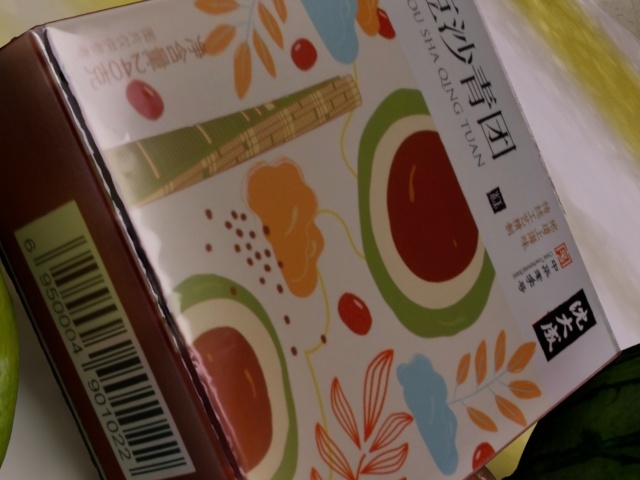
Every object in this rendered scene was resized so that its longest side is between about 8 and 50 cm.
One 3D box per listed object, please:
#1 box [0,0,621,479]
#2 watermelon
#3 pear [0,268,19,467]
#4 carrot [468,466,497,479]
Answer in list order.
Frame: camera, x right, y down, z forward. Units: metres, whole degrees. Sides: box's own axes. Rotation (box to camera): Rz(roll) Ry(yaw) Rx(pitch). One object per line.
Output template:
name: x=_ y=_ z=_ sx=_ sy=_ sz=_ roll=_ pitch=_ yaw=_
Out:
box: x=0.000 y=0.000 z=0.797 sx=0.385 sy=0.122 sz=0.344 roll=-26 pitch=94 yaw=-44
watermelon: x=0.228 y=0.228 z=0.913 sx=0.331 sy=0.190 sz=0.330 roll=-3 pitch=90 yaw=-79
pear: x=-0.229 y=0.024 z=0.632 sx=0.288 sy=0.139 sz=0.239 roll=51 pitch=18 yaw=3
carrot: x=0.029 y=0.221 z=0.809 sx=0.263 sy=0.102 sz=0.102 roll=-17 pitch=70 yaw=-52
